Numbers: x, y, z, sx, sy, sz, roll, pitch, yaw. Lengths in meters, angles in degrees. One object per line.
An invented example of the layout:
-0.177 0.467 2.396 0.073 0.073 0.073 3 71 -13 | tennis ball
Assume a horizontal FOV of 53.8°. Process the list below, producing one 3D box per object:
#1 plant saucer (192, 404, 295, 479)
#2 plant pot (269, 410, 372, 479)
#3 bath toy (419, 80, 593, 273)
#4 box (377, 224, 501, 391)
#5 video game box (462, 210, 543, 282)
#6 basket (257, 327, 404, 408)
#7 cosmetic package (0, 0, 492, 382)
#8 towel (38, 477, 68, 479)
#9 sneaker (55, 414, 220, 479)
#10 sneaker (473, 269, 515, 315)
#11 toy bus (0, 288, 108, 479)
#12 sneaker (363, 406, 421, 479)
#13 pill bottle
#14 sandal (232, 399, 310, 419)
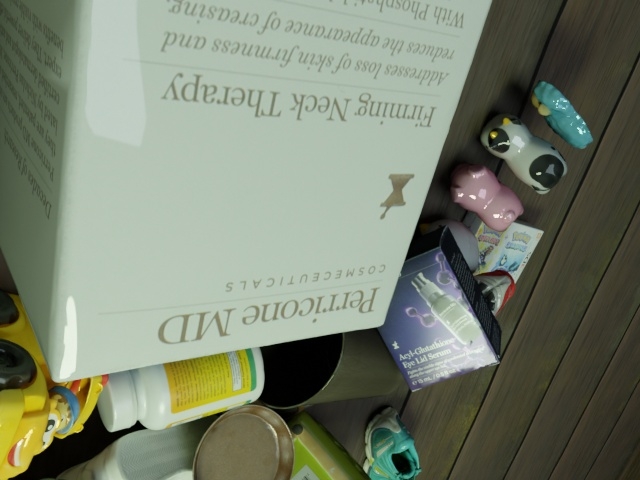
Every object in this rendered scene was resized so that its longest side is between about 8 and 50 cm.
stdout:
-0.114 0.323 0.920 0.168 0.029 0.168 3 85 -36 | plant saucer
-0.027 0.432 1.034 0.228 0.227 0.207 -39 151 -14 | plant pot
0.281 -0.090 1.043 0.348 0.151 0.129 -52 152 12 | bath toy
0.170 0.105 0.986 0.153 0.108 0.207 -26 99 24 | box
0.320 0.039 1.216 0.205 0.048 0.187 10 108 -41 | video game box
0.030 0.184 1.009 0.204 0.154 0.227 -36 149 30 | basket
-0.102 -0.149 0.575 0.329 0.327 0.393 -4 120 -36 | cosmetic package
-0.349 0.431 0.861 0.272 0.040 0.370 -16 134 13 | towel
-0.256 0.335 0.933 0.169 0.108 0.292 -30 157 18 | sneaker
0.251 0.147 1.136 0.118 0.107 0.279 -21 160 -40 | sneaker
-0.315 0.153 0.686 0.211 0.220 0.149 16 109 -49 | toy bus
0.152 0.471 1.314 0.107 0.110 0.275 -28 131 -22 | sneaker
-0.193 0.190 0.865 0.208 0.117 0.117 -9 122 -33 | pill bottle
-0.062 0.273 1.065 0.180 0.049 0.072 1 116 -38 | sandal
